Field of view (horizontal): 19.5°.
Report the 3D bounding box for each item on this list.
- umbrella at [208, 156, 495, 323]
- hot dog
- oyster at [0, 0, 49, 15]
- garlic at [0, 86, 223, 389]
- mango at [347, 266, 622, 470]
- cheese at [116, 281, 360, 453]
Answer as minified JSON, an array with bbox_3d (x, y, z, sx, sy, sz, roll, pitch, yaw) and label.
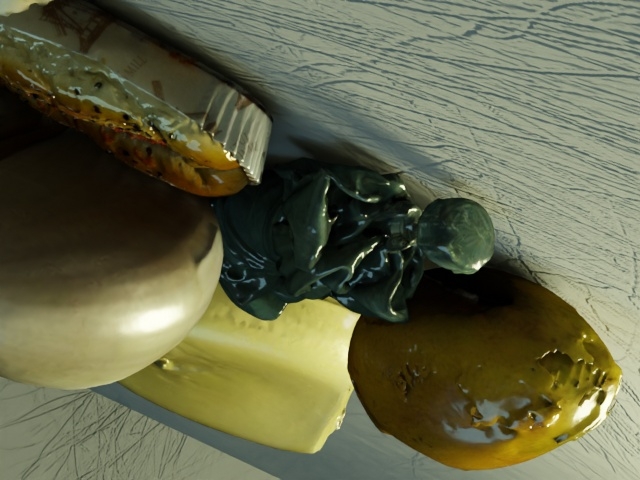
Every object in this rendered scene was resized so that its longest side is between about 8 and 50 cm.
[{"bbox_3d":[-0.003,0.001,1.318,0.143,0.094,0.349,30,166,-31],"label":"umbrella"},{"bbox_3d":[-0.154,-0.109,1.233,0.268,0.075,0.144,26,168,4],"label":"hot dog"},{"bbox_3d":[-0.251,-0.198,0.992,0.354,0.107,0.201,-11,145,30],"label":"oyster"},{"bbox_3d":[-0.205,-0.003,1.279,0.279,0.325,0.132,22,128,20],"label":"garlic"},{"bbox_3d":[0.119,0.093,1.361,0.156,0.151,0.249,-3,179,-35],"label":"mango"},{"bbox_3d":[-0.108,0.075,1.643,0.316,0.128,0.259,24,145,-2],"label":"cheese"}]
